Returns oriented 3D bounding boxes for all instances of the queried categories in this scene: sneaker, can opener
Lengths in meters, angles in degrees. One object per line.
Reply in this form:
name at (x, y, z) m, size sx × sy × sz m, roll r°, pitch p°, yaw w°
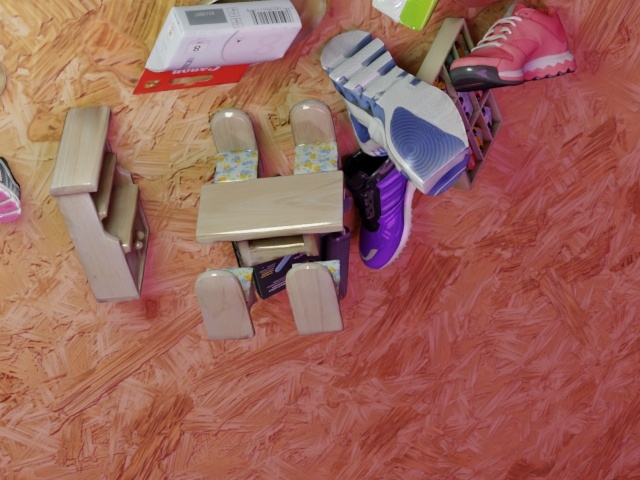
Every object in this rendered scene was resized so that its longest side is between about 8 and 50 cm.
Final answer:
sneaker at (-0.494, -0.103, 1.870) m, size 0.063 × 0.075 × 0.170 m, roll -34°, pitch 117°, yaw 18°
can opener at (0.000, 0.000, 2.281) m, size 0.095 × 0.076 × 0.283 m, roll -27°, pitch 138°, yaw -30°
sneaker at (0.312, -0.329, 2.188) m, size 0.314 × 0.116 × 0.136 m, roll -18°, pitch 101°, yaw -47°
sneaker at (0.092, -0.087, 2.267) m, size 0.146 × 0.102 × 0.293 m, roll -1°, pitch 117°, yaw -35°
sneaker at (0.131, -0.185, 2.077) m, size 0.127 × 0.315 × 0.182 m, roll -35°, pitch 149°, yaw -5°

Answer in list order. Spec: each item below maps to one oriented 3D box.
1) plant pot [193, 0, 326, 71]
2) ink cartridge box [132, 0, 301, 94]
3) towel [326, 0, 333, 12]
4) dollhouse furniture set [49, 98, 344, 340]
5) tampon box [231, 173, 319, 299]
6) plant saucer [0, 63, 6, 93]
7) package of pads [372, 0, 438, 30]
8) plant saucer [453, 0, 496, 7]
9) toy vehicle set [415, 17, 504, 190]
plant pot at (-0.107, -0.324, 1.910) m, size 0.236 × 0.032 × 0.236 m, roll -19°, pitch 162°, yaw -6°
ink cartridge box at (-0.155, -0.264, 1.897) m, size 0.189 × 0.066 × 0.232 m, roll -10°, pitch 155°, yaw -28°
towel at (0.002, -0.391, 2.012) m, size 0.060 × 0.009 × 0.083 m, roll 1°, pitch 124°, yaw -35°
dollhouse furniture set at (-0.166, -0.066, 1.927) m, size 0.394 × 0.362 × 0.256 m, roll -5°, pitch 136°, yaw 7°
tampon box at (-0.083, -0.005, 2.204) m, size 0.120 × 0.101 × 0.161 m, roll -26°, pitch 136°, yaw -14°
plant saucer at (-0.481, -0.224, 1.806) m, size 0.083 × 0.015 × 0.083 m, roll -19°, pitch 133°, yaw -21°
package of pads at (0.179, -0.479, 1.917) m, size 0.101 × 0.229 × 0.296 m, roll 25°, pitch 113°, yaw -1°
plant saucer at (0.283, -0.469, 2.126) m, size 0.200 × 0.037 × 0.200 m, roll -19°, pitch 134°, yaw -21°
toy vehicle set at (0.238, -0.231, 2.230) m, size 0.166 × 0.035 × 0.267 m, roll -63°, pitch 145°, yaw -26°
